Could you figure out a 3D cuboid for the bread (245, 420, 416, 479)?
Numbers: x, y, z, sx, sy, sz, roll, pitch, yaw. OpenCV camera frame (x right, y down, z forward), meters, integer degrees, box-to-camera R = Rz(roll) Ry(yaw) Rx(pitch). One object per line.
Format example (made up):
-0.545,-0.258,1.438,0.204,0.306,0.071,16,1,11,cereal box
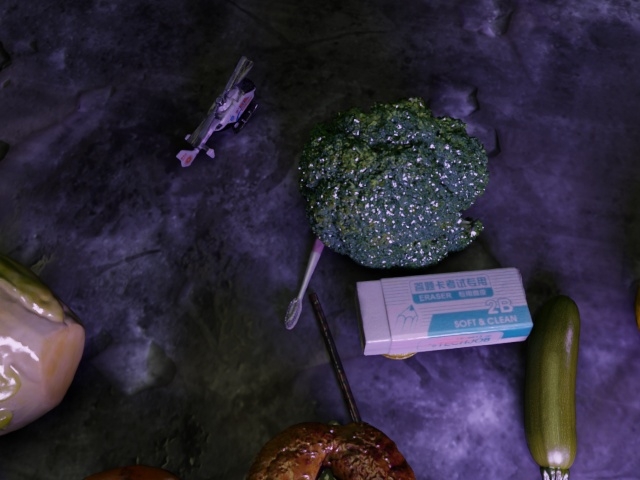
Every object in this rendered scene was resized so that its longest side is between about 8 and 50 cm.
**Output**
0.010,0.273,0.709,0.193,0.064,0.193,2,63,-5,bread

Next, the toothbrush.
0.000,0.000,1.027,0.020,0.025,0.286,16,65,11,toothbrush

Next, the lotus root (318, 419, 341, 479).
0.016,0.395,0.767,0.267,0.149,0.260,42,69,15,lotus root

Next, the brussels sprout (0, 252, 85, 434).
-0.457,0.138,0.860,0.294,0.259,0.227,4,32,-2,brussels sprout

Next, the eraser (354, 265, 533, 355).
0.163,0.094,0.931,0.225,0.052,0.095,-5,58,-4,eraser

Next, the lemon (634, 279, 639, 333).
0.495,0.095,0.869,0.178,0.178,0.203,-39,67,-15,lemon

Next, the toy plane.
-0.162,-0.197,1.107,0.053,0.078,0.197,35,85,16,toy plane

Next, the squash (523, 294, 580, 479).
0.300,0.186,0.895,0.069,0.069,0.258,9,64,8,squash

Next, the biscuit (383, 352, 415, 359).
0.107,0.123,0.961,0.084,0.023,0.084,-2,62,3,biscuit

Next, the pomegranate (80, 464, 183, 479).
-0.211,0.359,0.771,0.209,0.209,0.209,-1,64,3,pomegranate

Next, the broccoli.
0.100,-0.082,0.965,0.269,0.261,0.241,-5,32,30,broccoli

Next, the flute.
0.030,0.191,0.938,0.014,0.014,0.269,-18,64,-5,flute
